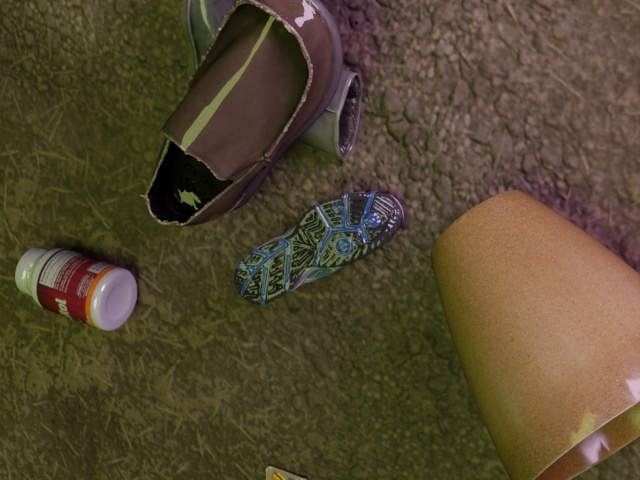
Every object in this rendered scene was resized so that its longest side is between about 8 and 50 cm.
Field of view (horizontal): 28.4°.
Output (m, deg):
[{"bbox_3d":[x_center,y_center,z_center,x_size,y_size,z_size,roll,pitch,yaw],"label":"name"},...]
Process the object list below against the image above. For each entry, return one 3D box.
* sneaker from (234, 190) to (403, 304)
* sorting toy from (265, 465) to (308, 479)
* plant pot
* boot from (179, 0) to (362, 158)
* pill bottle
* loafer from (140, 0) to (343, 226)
[{"bbox_3d":[0.000,0.000,1.439,0.211,0.081,0.080,-25,91,19],"label":"sneaker"},{"bbox_3d":[-0.044,0.335,1.625,0.062,0.012,0.083,12,113,29],"label":"sorting toy"},{"bbox_3d":[0.225,0.084,1.248,0.237,0.237,0.254,-50,63,35],"label":"plant pot"},{"bbox_3d":[-0.053,-0.198,1.399,0.208,0.076,0.190,22,132,33],"label":"boot"},{"bbox_3d":[-0.323,0.059,1.663,0.152,0.086,0.086,17,115,28],"label":"pill bottle"},{"bbox_3d":[-0.090,-0.123,1.343,0.134,0.130,0.366,38,138,8],"label":"loafer"}]
